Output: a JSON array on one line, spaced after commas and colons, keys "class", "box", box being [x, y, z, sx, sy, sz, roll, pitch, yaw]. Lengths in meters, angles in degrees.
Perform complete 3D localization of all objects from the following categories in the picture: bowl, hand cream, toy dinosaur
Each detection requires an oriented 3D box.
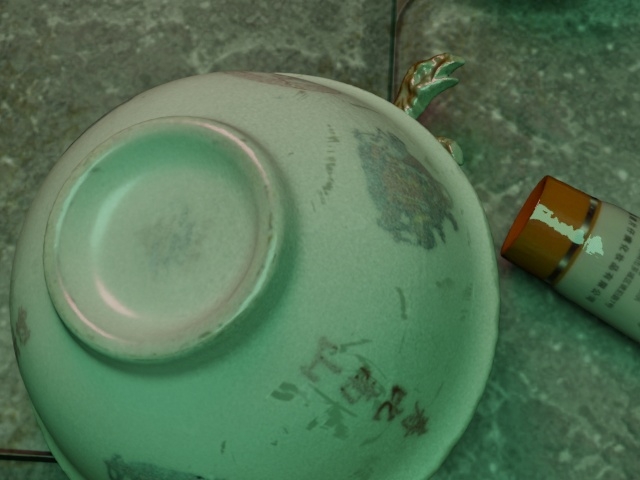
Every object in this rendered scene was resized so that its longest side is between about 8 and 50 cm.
[{"class": "bowl", "box": [-0.088, 0.023, 0.781, 0.435, 0.196, 0.434, -5, 71, 15]}, {"class": "hand cream", "box": [0.320, 0.046, 0.894, 0.314, 0.089, 0.139, 31, 78, 5]}, {"class": "toy dinosaur", "box": [0.000, 0.000, 0.911, 0.393, 0.092, 0.205, -32, 72, 6]}]
